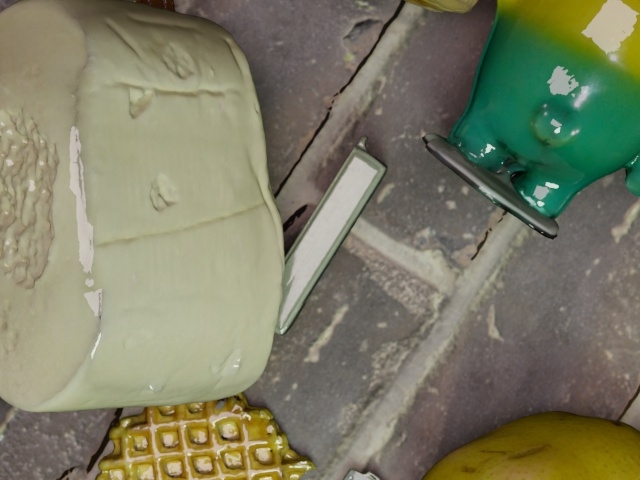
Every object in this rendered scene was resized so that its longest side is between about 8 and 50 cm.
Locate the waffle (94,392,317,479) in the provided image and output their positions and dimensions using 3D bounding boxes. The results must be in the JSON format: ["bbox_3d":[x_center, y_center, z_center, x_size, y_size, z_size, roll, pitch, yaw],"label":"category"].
[{"bbox_3d":[-0.148,0.297,1.933,0.254,0.052,0.245,39,92,6],"label":"waffle"}]

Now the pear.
[{"bbox_3d":[0.247,0.347,1.795,0.336,0.285,0.285,-19,87,-25],"label":"pear"}]

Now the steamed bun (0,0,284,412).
[{"bbox_3d":[-0.242,-0.037,1.787,0.290,0.371,0.456,-4,87,37],"label":"steamed bun"}]

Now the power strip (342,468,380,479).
[{"bbox_3d":[-0.001,0.390,1.926,0.060,0.027,0.252,33,93,4],"label":"power strip"}]

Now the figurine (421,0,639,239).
[{"bbox_3d":[0.293,-0.190,1.803,0.323,0.231,0.340,35,100,-4],"label":"figurine"}]

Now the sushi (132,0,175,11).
[{"bbox_3d":[-0.212,-0.270,1.946,0.060,0.061,0.118,-3,68,47],"label":"sushi"}]

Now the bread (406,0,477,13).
[{"bbox_3d":[0.039,-0.415,1.829,0.388,0.236,0.183,28,93,6],"label":"bread"}]

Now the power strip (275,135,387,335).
[{"bbox_3d":[0.000,0.000,1.906,0.052,0.078,0.272,33,92,3],"label":"power strip"}]
